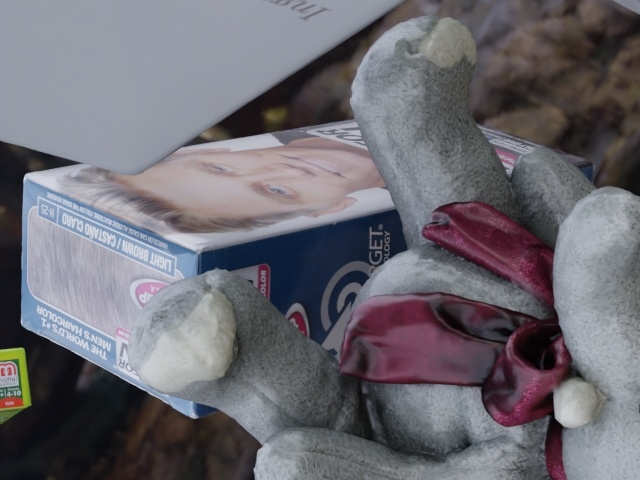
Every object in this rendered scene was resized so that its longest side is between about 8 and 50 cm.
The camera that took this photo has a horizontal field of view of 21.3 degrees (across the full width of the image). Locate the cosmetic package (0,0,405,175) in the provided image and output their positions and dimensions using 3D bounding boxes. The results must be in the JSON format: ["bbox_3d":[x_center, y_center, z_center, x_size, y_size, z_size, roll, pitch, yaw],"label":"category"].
[{"bbox_3d":[-0.099,-0.270,0.662,0.394,0.327,0.329,-29,58,43],"label":"cosmetic package"}]

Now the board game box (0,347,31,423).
[{"bbox_3d":[-0.277,0.117,1.260,0.181,0.092,0.043,148,116,-67],"label":"board game box"}]

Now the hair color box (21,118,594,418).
[{"bbox_3d":[0.000,0.000,1.092,0.174,0.347,0.105,21,115,43],"label":"hair color box"}]

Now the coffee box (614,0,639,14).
[{"bbox_3d":[0.266,-0.341,0.982,0.337,0.338,0.334,-68,10,-19],"label":"coffee box"}]

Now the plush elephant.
[{"bbox_3d":[0.118,0.067,0.820,0.272,0.330,0.255,-43,19,-33],"label":"plush elephant"}]
